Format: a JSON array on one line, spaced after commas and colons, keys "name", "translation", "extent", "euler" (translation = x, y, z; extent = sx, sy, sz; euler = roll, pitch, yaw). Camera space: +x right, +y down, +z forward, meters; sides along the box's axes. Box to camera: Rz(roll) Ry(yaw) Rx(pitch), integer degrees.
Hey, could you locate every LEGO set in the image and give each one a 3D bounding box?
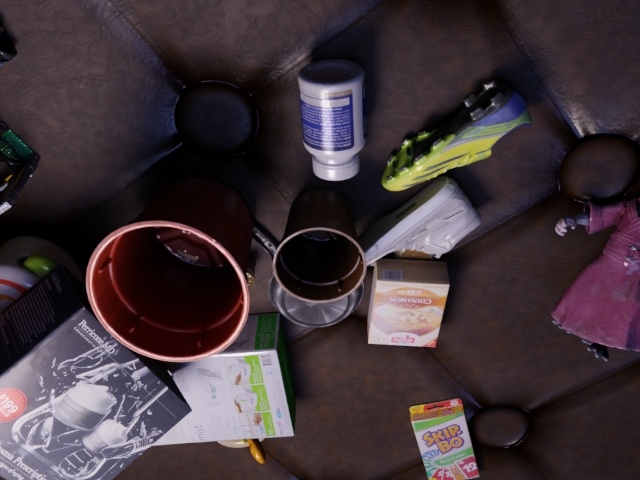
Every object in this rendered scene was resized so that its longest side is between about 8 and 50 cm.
[{"name": "LEGO set", "translation": [-0.666, -0.129, 1.377], "extent": [0.255, 0.192, 0.331], "euler": [-22, 122, 17]}]

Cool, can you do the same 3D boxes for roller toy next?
[{"name": "roller toy", "translation": [-0.573, 0.095, 1.565], "extent": [0.209, 0.146, 0.191], "euler": [-1, 121, 13]}]

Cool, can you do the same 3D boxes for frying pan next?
[{"name": "frying pan", "translation": [-0.028, 0.059, 1.591], "extent": [0.197, 0.053, 0.326], "euler": [-14, 127, 10]}]

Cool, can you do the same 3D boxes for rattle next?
[{"name": "rattle", "translation": [-0.226, 0.469, 1.834], "extent": [0.199, 0.143, 0.130], "euler": [-5, 144, -2]}]

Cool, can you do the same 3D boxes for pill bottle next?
[{"name": "pill bottle", "translation": [0.023, -0.202, 1.360], "extent": [0.112, 0.112, 0.187], "euler": [-2, 125, 3]}]

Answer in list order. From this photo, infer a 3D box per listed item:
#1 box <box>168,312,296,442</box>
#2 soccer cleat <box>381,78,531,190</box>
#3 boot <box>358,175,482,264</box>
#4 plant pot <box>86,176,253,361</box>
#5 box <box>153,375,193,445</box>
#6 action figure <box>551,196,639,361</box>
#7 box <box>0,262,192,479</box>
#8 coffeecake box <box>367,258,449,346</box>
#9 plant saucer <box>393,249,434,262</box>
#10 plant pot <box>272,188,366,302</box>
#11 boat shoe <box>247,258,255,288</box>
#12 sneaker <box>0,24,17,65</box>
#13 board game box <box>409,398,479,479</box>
[{"name": "box", "translation": [-0.183, 0.300, 1.714], "extent": [0.231, 0.127, 0.262], "euler": [-5, 126, 6]}, {"name": "soccer cleat", "translation": [0.237, -0.159, 1.400], "extent": [0.289, 0.093, 0.121], "euler": [-35, 124, 24]}, {"name": "boot", "translation": [0.178, -0.001, 1.508], "extent": [0.258, 0.095, 0.123], "euler": [-36, 110, 23]}, {"name": "plant pot", "translation": [-0.240, 0.028, 1.422], "extent": [0.272, 0.265, 0.272], "euler": [2, 118, 4]}, {"name": "box", "translation": [-0.371, 0.385, 1.801], "extent": [0.170, 0.091, 0.130], "euler": [-6, 125, 6]}, {"name": "action figure", "translation": [0.587, 0.037, 1.472], "extent": [0.275, 0.248, 0.370], "euler": [12, 104, -48]}, {"name": "box", "translation": [-0.473, 0.280, 1.469], "extent": [0.312, 0.179, 0.343], "euler": [-41, 129, -8]}, {"name": "coffeecake box", "translation": [0.173, 0.127, 1.608], "extent": [0.142, 0.068, 0.186], "euler": [3, 132, -1]}, {"name": "plant saucer", "translation": [0.187, 0.031, 1.582], "extent": [0.083, 0.015, 0.083], "euler": [1, 126, 1]}, {"name": "plant pot", "translation": [0.000, 0.000, 1.472], "extent": [0.166, 0.165, 0.167], "euler": [1, 125, 1]}, {"name": "boat shoe", "translation": [-0.172, 0.086, 1.608], "extent": [0.056, 0.049, 0.152], "euler": [39, 137, -17]}, {"name": "sneaker", "translation": [-0.550, -0.294, 1.339], "extent": [0.084, 0.058, 0.152], "euler": [3, 119, 9]}, {"name": "board game box", "translation": [0.295, 0.478, 1.891], "extent": [0.124, 0.039, 0.259], "euler": [-12, 122, 9]}]
